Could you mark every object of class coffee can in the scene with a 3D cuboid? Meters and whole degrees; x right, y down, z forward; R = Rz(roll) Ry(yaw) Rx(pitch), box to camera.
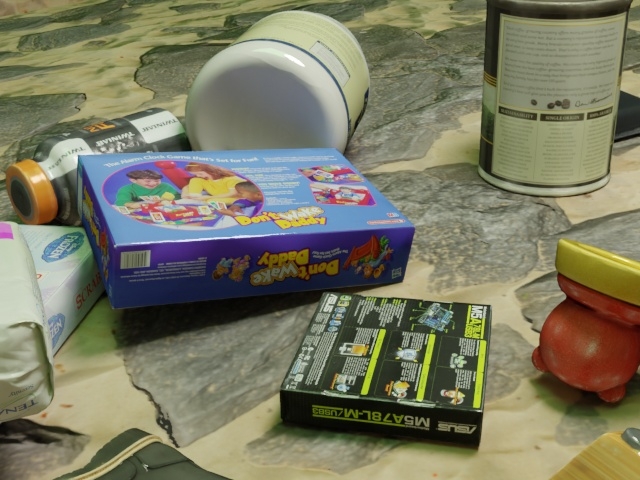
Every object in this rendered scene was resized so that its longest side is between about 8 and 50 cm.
[{"bbox_3d":[0.338,-0.229,1.247,0.201,0.275,0.201,-2,26,1],"label":"coffee can"}]

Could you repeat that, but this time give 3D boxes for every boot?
[{"bbox_3d":[-0.133,0.217,0.613,0.137,0.077,0.198,15,32,21],"label":"boot"}]

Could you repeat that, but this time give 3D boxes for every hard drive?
[{"bbox_3d":[0.452,-0.239,1.510,0.172,0.054,0.254,-15,29,-24],"label":"hard drive"}]

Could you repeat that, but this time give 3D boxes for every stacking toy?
[{"bbox_3d":[0.376,0.117,0.791,0.309,0.130,0.279,27,12,40],"label":"stacking toy"}]

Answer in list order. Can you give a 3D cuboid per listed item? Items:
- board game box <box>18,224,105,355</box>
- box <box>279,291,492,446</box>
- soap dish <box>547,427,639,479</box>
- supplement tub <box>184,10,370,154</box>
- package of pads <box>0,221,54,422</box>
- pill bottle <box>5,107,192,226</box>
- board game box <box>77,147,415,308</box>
[{"bbox_3d":[-0.428,0.073,0.929,0.317,0.066,0.319,3,26,9],"label":"board game box"},{"bbox_3d":[0.071,0.116,0.829,0.184,0.045,0.191,6,26,11],"label":"box"},{"bbox_3d":[0.280,0.210,0.460,0.228,0.118,0.291,8,17,-37],"label":"soap dish"},{"bbox_3d":[-0.051,-0.221,1.310,0.235,0.236,0.325,3,27,11],"label":"supplement tub"},{"bbox_3d":[-0.385,0.081,0.713,0.296,0.101,0.229,-10,27,-20],"label":"package of pads"},{"bbox_3d":[-0.312,-0.098,1.198,0.130,0.131,0.245,22,35,40],"label":"pill bottle"},{"bbox_3d":[-0.096,-0.028,1.016,0.347,0.078,0.233,-4,30,-24],"label":"board game box"}]
